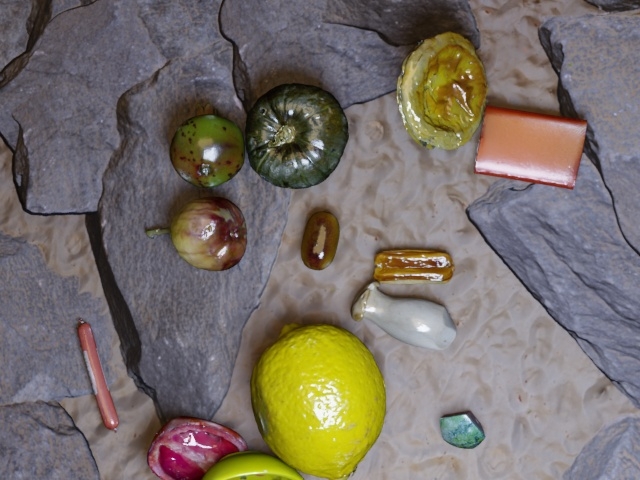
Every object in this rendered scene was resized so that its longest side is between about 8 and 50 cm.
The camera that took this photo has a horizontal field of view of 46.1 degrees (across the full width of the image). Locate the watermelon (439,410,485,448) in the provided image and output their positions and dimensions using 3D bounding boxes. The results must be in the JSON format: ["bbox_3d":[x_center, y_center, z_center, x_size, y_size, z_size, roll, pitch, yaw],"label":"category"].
[{"bbox_3d":[0.268,0.351,1.438,0.084,0.092,0.072,1,42,1],"label":"watermelon"}]

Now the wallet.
[{"bbox_3d":[0.420,-0.188,1.514,0.204,0.045,0.142,10,92,10],"label":"wallet"}]

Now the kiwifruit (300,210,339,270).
[{"bbox_3d":[0.000,0.000,1.539,0.075,0.075,0.124,7,84,10],"label":"kiwifruit"}]

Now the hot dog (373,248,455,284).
[{"bbox_3d":[0.188,0.054,1.513,0.165,0.045,0.071,0,79,9],"label":"hot dog"}]

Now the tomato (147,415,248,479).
[{"bbox_3d":[-0.240,0.398,1.480,0.189,0.099,0.173,-36,116,16],"label":"tomato"}]

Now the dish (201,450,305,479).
[{"bbox_3d":[-0.140,0.491,1.430,0.221,0.108,0.262,2,122,-15],"label":"dish"}]

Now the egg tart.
[{"bbox_3d":[0.236,-0.296,1.510,0.106,0.241,0.241,13,80,53],"label":"egg tart"}]

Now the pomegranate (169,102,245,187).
[{"bbox_3d":[-0.239,-0.204,1.582,0.159,0.159,0.205,-13,52,7],"label":"pomegranate"}]

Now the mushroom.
[{"bbox_3d":[0.164,0.149,1.477,0.212,0.088,0.097,23,96,14],"label":"mushroom"}]

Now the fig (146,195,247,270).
[{"bbox_3d":[-0.267,-0.008,1.548,0.230,0.160,0.143,-10,39,9],"label":"fig"}]

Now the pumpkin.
[{"bbox_3d":[-0.051,-0.215,1.541,0.223,0.157,0.224,0,91,14],"label":"pumpkin"}]

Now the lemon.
[{"bbox_3d":[-0.001,0.298,1.399,0.253,0.253,0.310,-20,79,5],"label":"lemon"}]

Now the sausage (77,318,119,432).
[{"bbox_3d":[-0.470,0.284,1.586,0.034,0.034,0.253,-21,78,5],"label":"sausage"}]
